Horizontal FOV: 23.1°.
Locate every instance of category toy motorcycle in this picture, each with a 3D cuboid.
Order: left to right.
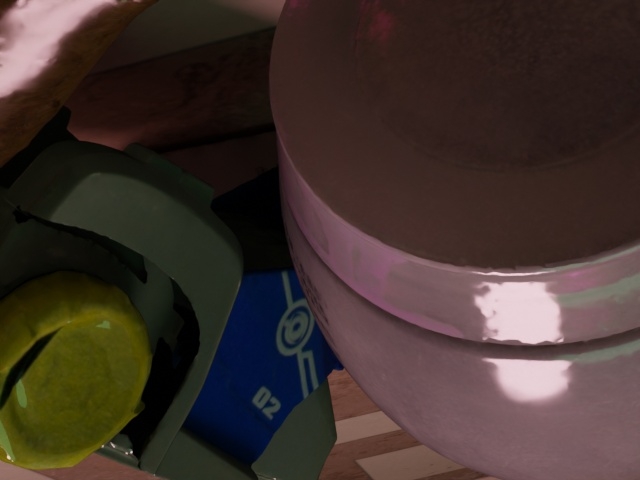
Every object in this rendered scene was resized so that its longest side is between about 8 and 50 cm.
[{"bbox_3d":[-0.085,0.028,0.854,0.326,0.200,0.191,28,180,-45],"label":"toy motorcycle"}]

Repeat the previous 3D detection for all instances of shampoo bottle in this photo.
[{"bbox_3d":[0.116,-0.030,0.752,0.273,0.273,0.266,-14,149,6],"label":"shampoo bottle"}]

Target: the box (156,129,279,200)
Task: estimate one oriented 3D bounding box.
[{"bbox_3d":[0.000,0.000,1.059,0.260,0.111,0.194,-14,163,-2],"label":"box"}]

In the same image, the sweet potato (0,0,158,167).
[{"bbox_3d":[-0.123,-0.110,0.621,0.423,0.130,0.130,-31,156,28],"label":"sweet potato"}]
